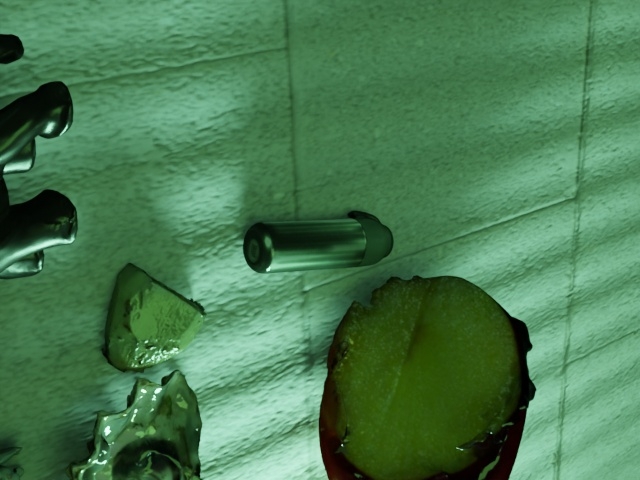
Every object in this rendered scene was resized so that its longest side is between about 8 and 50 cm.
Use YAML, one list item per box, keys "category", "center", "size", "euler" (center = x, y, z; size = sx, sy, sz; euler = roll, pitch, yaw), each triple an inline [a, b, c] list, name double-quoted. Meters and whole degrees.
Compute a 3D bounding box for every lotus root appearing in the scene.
- category: "lotus root"
  center: [-0.240, 0.125, 1.271]
  size: [0.143, 0.070, 0.144]
  euler: [27, 91, -40]

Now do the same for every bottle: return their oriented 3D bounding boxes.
- category: "bottle"
  center: [0.000, 0.000, 1.403]
  size: [0.254, 0.079, 0.096]
  euler: [-2, 71, -35]

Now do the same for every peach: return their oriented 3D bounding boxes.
- category: "peach"
  center: [0.173, 0.264, 1.481]
  size: [0.353, 0.339, 0.416]
  euler: [-13, 121, -75]

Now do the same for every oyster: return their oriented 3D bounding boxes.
- category: "oyster"
  center: [-0.288, 0.363, 1.310]
  size: [0.238, 0.115, 0.351]
  euler: [0, 113, -46]

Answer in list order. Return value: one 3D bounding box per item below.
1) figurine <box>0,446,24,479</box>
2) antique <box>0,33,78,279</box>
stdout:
- category: "figurine"
  center: [-0.432, 0.328, 1.206]
  size: [0.082, 0.094, 0.086]
  euler: [-16, 90, 10]
- category: "antique"
  center: [-0.414, -0.059, 0.977]
  size: [0.255, 0.185, 0.322]
  euler: [-14, 120, -42]
